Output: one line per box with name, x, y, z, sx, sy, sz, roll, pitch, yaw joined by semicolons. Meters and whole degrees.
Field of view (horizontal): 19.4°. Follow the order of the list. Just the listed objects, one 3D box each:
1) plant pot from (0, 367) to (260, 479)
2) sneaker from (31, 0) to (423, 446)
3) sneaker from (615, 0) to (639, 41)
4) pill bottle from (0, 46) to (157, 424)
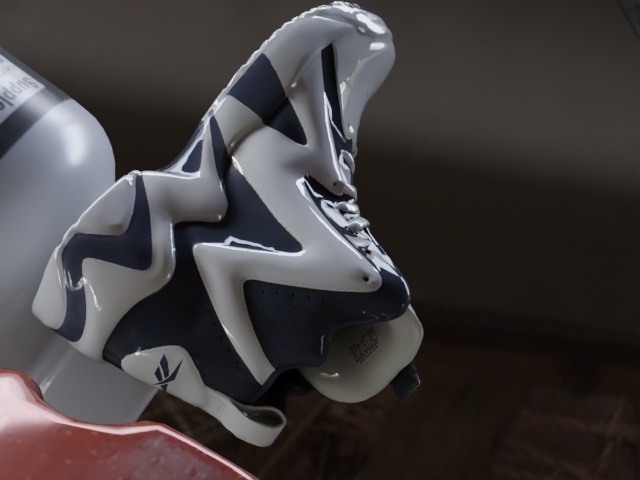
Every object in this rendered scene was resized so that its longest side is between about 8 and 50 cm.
plant pot;-0.100;0.184;0.374;0.272;0.272;0.265;32;52;9
sneaker;0.000;0.000;0.845;0.153;0.094;0.235;39;47;7
sneaker;0.046;-0.170;0.797;0.162;0.106;0.281;-28;71;5
pill bottle;-0.234;-0.022;0.923;0.363;0.210;0.210;36;48;-2
